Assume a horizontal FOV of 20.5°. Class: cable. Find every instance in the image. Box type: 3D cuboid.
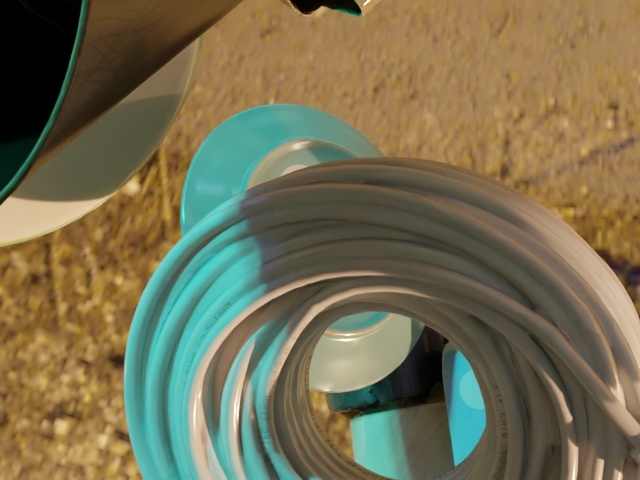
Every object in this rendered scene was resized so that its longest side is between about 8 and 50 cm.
[{"bbox_3d":[0.036,0.080,0.862,0.257,0.089,0.257,-24,99,21],"label":"cable"}]

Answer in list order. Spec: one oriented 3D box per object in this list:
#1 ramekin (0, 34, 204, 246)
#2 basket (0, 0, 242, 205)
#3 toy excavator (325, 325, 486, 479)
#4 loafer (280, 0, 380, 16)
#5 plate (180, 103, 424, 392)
[{"bbox_3d":[-0.219,-0.142,1.096,0.303,0.148,0.303,-18,125,-27],"label":"ramekin"},{"bbox_3d":[-0.098,-0.124,0.650,0.154,0.227,0.204,28,118,12],"label":"basket"},{"bbox_3d":[0.217,0.134,1.149,0.445,0.433,0.222,-13,78,21],"label":"toy excavator"},{"bbox_3d":[-0.019,-0.175,1.124,0.148,0.050,0.056,10,149,30],"label":"loafer"},{"bbox_3d":[0.000,0.000,1.089,0.188,0.188,0.024,39,145,-18],"label":"plate"}]
